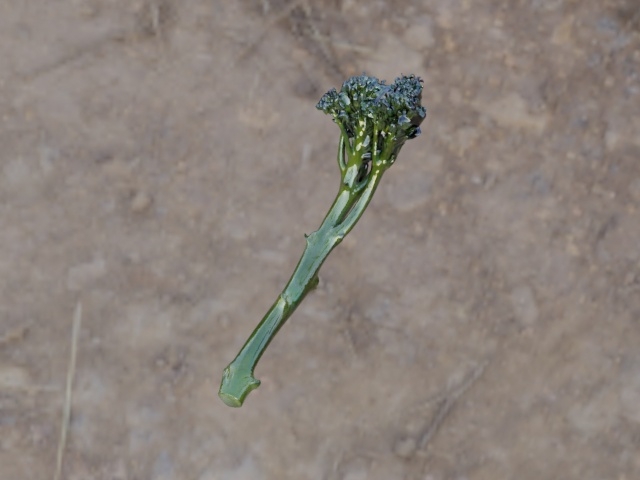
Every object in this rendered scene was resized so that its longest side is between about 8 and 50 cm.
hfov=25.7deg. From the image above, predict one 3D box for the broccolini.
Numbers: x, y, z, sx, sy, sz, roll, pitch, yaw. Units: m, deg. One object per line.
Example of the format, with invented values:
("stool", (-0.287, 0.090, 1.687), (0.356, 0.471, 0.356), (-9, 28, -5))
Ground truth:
("broccolini", (0.003, 0.001, 0.730), (0.054, 0.194, 0.052), (22, -5, 20))
